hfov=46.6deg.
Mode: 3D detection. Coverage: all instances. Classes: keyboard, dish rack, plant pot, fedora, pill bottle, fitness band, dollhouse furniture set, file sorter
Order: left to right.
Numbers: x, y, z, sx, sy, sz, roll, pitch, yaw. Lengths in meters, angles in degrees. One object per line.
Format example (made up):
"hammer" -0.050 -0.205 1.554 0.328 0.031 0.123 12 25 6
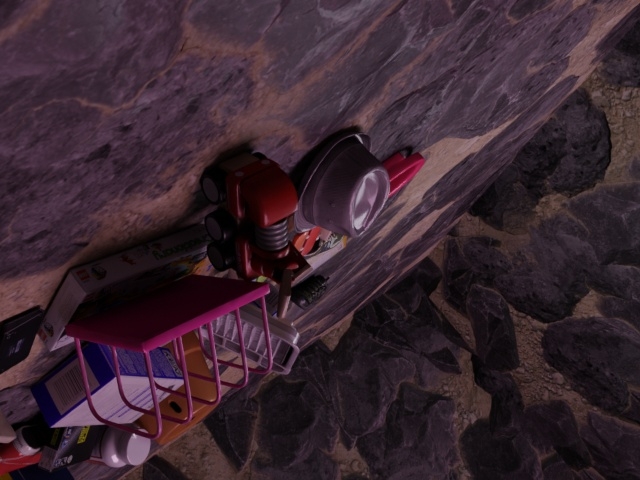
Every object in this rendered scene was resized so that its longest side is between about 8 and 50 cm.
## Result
"keyboard" -0.532 0.181 1.258 0.108 0.023 0.180 -36 168 -44
"pill bottle" -0.555 0.522 1.928 0.216 0.121 0.121 1 -174 26
"plant pot" -0.405 0.407 2.001 0.290 0.203 0.291 -38 167 -10
"file sorter" -0.247 0.193 1.291 0.202 0.182 0.290 4 -162 37
"dish rack" -0.185 0.235 1.946 0.072 0.285 0.333 -63 178 -24
"dollhouse furniture set" -0.084 -0.018 1.454 0.129 0.184 0.129 -39 168 -2
"fedora" 0.061 -0.097 1.587 0.243 0.124 0.276 -34 151 -37
"fitness band" 0.157 -0.146 2.015 0.290 0.054 0.209 -35 170 -12

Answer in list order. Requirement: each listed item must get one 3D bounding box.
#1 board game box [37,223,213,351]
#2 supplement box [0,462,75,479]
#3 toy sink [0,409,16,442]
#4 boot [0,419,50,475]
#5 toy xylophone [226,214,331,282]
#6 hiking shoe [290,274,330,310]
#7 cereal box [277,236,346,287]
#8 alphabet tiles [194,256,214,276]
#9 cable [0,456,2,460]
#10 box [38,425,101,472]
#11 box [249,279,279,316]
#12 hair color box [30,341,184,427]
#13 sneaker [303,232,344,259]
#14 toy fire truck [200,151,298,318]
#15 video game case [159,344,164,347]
"board game box" -0.346 0.080 1.353 0.305 0.053 0.193 -24 162 -49
"supplement box" -0.822 0.710 1.898 0.356 0.195 0.194 -40 168 6
"toy sink" -0.590 0.273 1.115 0.131 0.153 0.234 -36 169 -10
"boot" -0.721 0.514 1.770 0.176 0.088 0.244 -35 164 0
"toy xylophone" -0.109 0.037 1.796 0.322 0.081 0.236 -39 169 -17
"hiking shoe" -0.036 0.164 2.525 0.114 0.086 0.227 -56 169 13
"cereal box" -0.028 0.049 2.170 0.240 0.047 0.173 -36 167 -12
"alphabet tiles" -0.242 0.042 1.625 0.237 0.009 0.198 -24 161 -48
"cable" -0.827 0.547 1.591 0.287 0.072 0.139 -41 162 9
"box" -0.583 0.444 1.784 0.184 0.045 0.191 31 77 -75
"box" -0.160 0.158 1.978 0.072 0.126 0.137 -45 170 -22
"hair color box" -0.464 0.323 1.675 0.185 0.110 0.339 -37 160 5
"sneaker" 0.000 0.000 2.033 0.192 0.064 0.086 -31 170 -22
"toy fire truck" -0.091 -0.002 1.240 0.158 0.246 0.217 -29 135 -36
"video game case" -0.403 0.227 1.786 0.212 0.023 0.193 -28 163 -45
